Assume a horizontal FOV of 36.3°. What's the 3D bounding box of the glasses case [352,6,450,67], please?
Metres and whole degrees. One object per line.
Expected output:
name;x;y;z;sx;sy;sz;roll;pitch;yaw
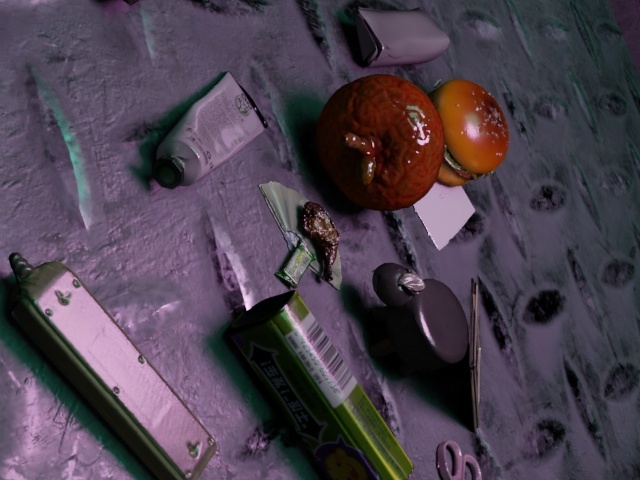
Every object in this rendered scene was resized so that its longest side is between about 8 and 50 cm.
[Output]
glasses case;0.163;-0.445;2.132;0.308;0.083;0.128;-17;78;-53

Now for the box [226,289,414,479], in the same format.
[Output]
box;0.001;0.241;1.502;0.346;0.134;0.097;56;42;-11

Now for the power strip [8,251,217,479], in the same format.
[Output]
power strip;-0.276;0.168;1.265;0.387;0.066;0.092;54;39;-18

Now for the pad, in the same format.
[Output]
pad;0.263;-0.086;2.114;0.156;0.004;0.232;59;37;-7

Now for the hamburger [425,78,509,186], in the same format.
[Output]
hamburger;0.315;-0.246;2.127;0.246;0.170;0.246;25;52;-37

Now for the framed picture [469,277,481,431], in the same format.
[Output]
framed picture;0.295;0.222;1.858;0.252;0.014;0.197;76;18;-52

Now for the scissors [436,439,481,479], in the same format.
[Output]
scissors;0.246;0.480;1.751;0.118;0.030;0.242;41;39;-29

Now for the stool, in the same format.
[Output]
stool;0.165;0.139;1.754;0.153;0.139;0.228;-28;92;-54

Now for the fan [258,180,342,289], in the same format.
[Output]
fan;-0.027;-0.017;1.718;0.240;0.009;0.131;52;36;-16

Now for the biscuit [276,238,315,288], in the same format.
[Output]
biscuit;-0.041;0.043;1.653;0.046;0.016;0.089;48;45;-17

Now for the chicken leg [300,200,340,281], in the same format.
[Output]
chicken leg;0.004;-0.001;1.709;0.062;0.037;0.145;-20;84;-34

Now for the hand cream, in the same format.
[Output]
hand cream;-0.176;-0.176;1.588;0.121;0.076;0.336;59;30;-16

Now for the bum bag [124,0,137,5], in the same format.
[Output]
bum bag;-0.372;-0.485;1.488;0.340;0.095;0.144;43;35;-36

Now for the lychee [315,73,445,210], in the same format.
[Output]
lychee;0.113;-0.179;1.784;0.255;0.255;0.300;62;14;-4
